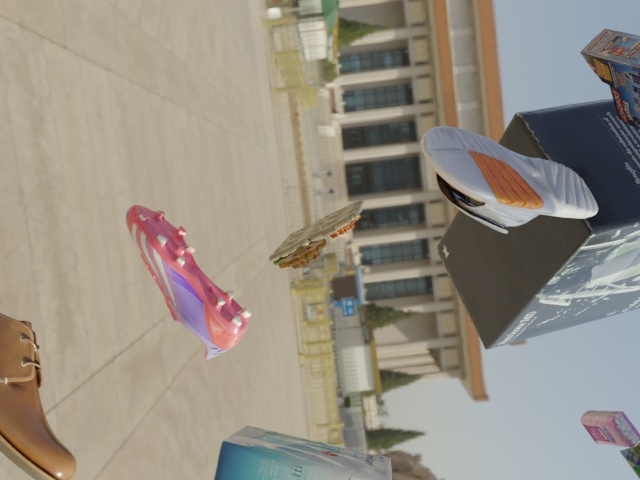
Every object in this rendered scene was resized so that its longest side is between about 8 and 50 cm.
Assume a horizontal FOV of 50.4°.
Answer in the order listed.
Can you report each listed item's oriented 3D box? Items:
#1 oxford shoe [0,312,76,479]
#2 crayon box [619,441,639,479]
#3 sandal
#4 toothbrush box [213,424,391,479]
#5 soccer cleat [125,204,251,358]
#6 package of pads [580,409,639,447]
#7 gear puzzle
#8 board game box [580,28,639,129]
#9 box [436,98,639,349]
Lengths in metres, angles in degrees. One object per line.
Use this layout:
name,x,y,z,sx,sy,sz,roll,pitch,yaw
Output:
oxford shoe,-0.256,0.108,0.554,0.212,0.076,0.076,51,-20,8
crayon box,0.830,0.478,1.442,0.203,0.322,0.083,62,-33,38
sandal,0.209,-0.050,0.773,0.076,0.265,0.102,-49,-138,39
toothbrush box,-0.026,0.435,1.219,0.216,0.295,0.126,52,50,-80
soccer cleat,-0.205,0.058,0.974,0.248,0.095,0.083,48,20,2
package of pads,0.432,0.280,1.017,0.050,0.032,0.083,56,-18,3
gear puzzle,0.000,0.000,1.215,0.044,0.175,0.339,63,11,-6
board game box,0.513,-0.250,1.077,0.194,0.060,0.194,45,3,-46
box,0.572,-0.039,1.440,0.480,0.471,0.297,107,-32,-55
